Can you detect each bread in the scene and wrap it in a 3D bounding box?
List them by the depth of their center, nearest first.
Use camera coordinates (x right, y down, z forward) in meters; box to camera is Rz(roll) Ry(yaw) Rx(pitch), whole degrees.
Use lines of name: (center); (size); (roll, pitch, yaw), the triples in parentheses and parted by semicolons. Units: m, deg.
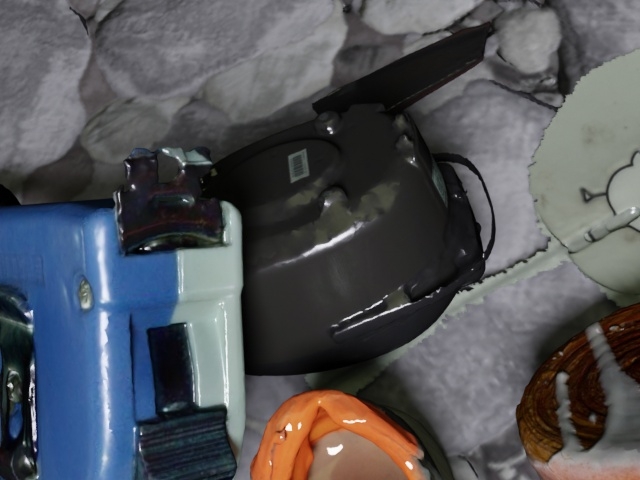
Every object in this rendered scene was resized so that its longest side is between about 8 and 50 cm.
bread: (0.177, 0.087, 0.453); (0.160, 0.073, 0.160); (-24, 15, 7)

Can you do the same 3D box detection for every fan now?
fan: (0.175, -0.006, 0.587); (0.414, 0.012, 0.233); (-27, 53, 0)

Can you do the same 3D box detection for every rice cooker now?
rice cooker: (0.001, 0.000, 0.561); (0.202, 0.118, 0.142); (-21, 39, 11)

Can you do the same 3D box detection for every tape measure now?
tape measure: (-0.169, 0.061, 0.570); (0.351, 0.097, 0.216); (2, 95, 54)

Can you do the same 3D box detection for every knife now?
knife: (0.030, -0.097, 0.673); (0.230, 0.028, 0.060); (-32, 47, -6)

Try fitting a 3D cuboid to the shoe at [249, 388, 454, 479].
shoe: (0.027, 0.212, 0.415); (0.132, 0.171, 0.337); (-12, 59, 7)
